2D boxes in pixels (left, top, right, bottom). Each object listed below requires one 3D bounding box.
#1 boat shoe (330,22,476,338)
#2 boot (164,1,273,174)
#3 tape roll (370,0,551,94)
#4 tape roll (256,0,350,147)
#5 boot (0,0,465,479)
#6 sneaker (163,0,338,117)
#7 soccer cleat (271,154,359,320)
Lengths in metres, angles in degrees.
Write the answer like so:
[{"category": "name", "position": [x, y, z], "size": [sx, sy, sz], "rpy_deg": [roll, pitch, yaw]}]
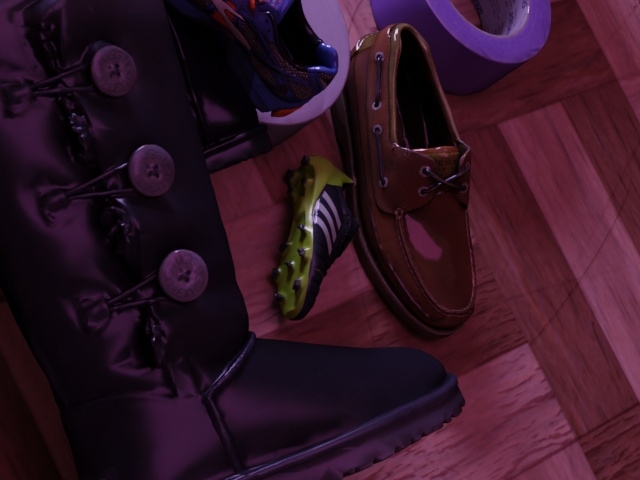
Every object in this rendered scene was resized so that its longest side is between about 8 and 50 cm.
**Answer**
[{"category": "boat shoe", "position": [0.089, -0.061, 1.647], "size": [0.110, 0.104, 0.307], "rpy_deg": [-9, 74, -40]}, {"category": "boot", "position": [-0.177, -0.133, 1.438], "size": [0.246, 0.094, 0.207], "rpy_deg": [-23, 95, -23]}, {"category": "tape roll", "position": [0.149, -0.255, 1.804], "size": [0.189, 0.080, 0.189], "rpy_deg": [17, 59, -30]}, {"category": "tape roll", "position": [-0.080, -0.194, 1.605], "size": [0.219, 0.072, 0.219], "rpy_deg": [17, 59, -31]}, {"category": "boot", "position": [-0.095, -0.009, 1.356], "size": [0.367, 0.146, 0.445], "rpy_deg": [-20, 87, -42]}, {"category": "sneaker", "position": [-0.060, -0.203, 1.411], "size": [0.221, 0.087, 0.083], "rpy_deg": [48, 51, -25]}, {"category": "soccer cleat", "position": [0.000, 0.000, 1.582], "size": [0.072, 0.060, 0.179], "rpy_deg": [26, 52, -27]}]
